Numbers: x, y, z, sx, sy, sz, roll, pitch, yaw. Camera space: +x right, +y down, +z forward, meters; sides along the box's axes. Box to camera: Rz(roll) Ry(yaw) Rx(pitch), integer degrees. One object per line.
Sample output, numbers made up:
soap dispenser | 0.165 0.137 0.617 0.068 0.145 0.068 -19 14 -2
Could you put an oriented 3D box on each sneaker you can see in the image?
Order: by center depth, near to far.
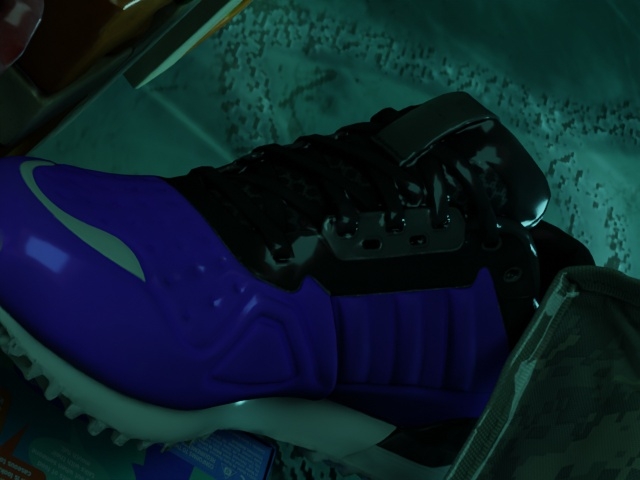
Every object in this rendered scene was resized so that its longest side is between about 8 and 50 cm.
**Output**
sneaker | 0.000 0.000 0.615 0.293 0.146 0.102 21 24 -49

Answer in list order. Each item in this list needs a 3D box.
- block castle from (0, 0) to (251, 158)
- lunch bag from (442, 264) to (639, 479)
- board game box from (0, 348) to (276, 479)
block castle | -0.115 -0.214 0.605 0.303 0.213 0.453 52 39 -4
lunch bag | 0.117 0.192 0.589 0.287 0.169 0.235 -54 130 -23
board game box | -0.113 0.124 0.567 0.160 0.047 0.210 34 49 -20
